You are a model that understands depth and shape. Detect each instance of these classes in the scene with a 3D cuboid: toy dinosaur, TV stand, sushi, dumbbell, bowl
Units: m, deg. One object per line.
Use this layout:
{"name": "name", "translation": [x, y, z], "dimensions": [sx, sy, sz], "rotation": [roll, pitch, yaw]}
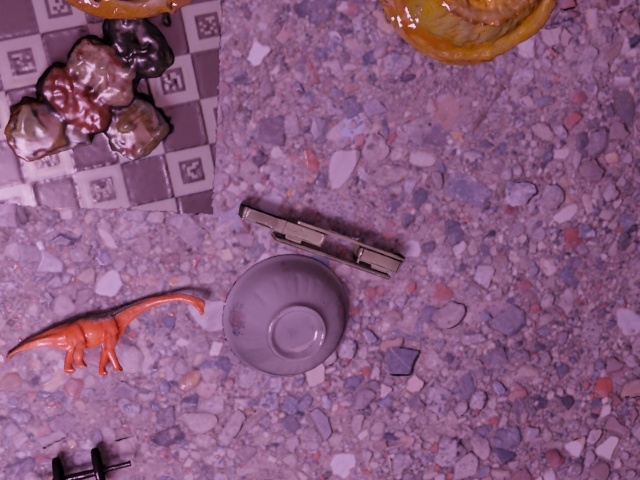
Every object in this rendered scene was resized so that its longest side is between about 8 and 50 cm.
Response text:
{"name": "toy dinosaur", "translation": [-0.296, 0.135, 1.455], "dimensions": [0.279, 0.055, 0.101], "rotation": [-6, 82, -9]}
{"name": "TV stand", "translation": [0.000, 0.000, 1.499], "dimensions": [0.249, 0.036, 0.042], "rotation": [19, 100, -17]}
{"name": "sushi", "translation": [-0.292, -0.189, 1.368], "dimensions": [0.339, 0.069, 0.320], "rotation": [3, 103, -13]}
{"name": "dumbbell", "translation": [-0.341, 0.334, 1.488], "dimensions": [0.147, 0.069, 0.069], "rotation": [-13, 106, -9]}
{"name": "bowl", "translation": [-0.042, 0.121, 1.495], "dimensions": [0.189, 0.086, 0.189], "rotation": [-3, 104, -11]}

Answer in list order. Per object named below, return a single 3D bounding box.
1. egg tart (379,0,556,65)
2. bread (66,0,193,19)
{"name": "egg tart", "translation": [0.212, -0.371, 1.419], "dimensions": [0.288, 0.118, 0.288], "rotation": [-4, 103, -16]}
{"name": "bread", "translation": [-0.239, -0.406, 1.277], "dimensions": [0.274, 0.149, 0.274], "rotation": [-3, 109, -8]}
